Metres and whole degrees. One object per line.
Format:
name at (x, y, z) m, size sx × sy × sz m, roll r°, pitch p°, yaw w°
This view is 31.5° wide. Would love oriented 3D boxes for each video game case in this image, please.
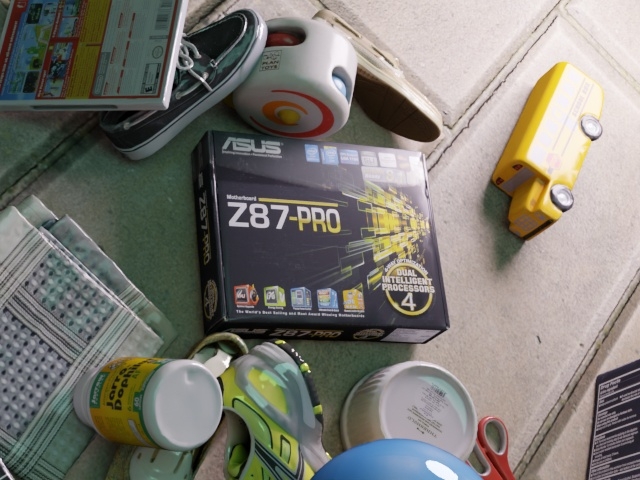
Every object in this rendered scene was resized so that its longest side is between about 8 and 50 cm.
video game case at (-0.350, -0.285, 1.702) m, size 0.285 × 0.025 × 0.204 m, roll 1°, pitch 64°, yaw 12°

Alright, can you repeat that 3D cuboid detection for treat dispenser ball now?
treat dispenser ball at (0.097, 0.396, 1.436) m, size 0.288 × 0.288 × 0.288 m, roll 10°, pitch 66°, yaw -23°

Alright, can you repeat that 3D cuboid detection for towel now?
towel at (-0.385, 0.134, 1.562) m, size 0.312 × 0.056 × 0.324 m, roll 45°, pitch 56°, yaw -14°

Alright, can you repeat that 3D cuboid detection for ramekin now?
ramekin at (0.143, 0.283, 1.749) m, size 0.207 × 0.109 × 0.207 m, roll 8°, pitch 66°, yaw -18°

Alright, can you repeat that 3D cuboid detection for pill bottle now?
pill bottle at (-0.234, 0.212, 1.494) m, size 0.117 × 0.208 × 0.118 m, roll 3°, pitch 85°, yaw -42°

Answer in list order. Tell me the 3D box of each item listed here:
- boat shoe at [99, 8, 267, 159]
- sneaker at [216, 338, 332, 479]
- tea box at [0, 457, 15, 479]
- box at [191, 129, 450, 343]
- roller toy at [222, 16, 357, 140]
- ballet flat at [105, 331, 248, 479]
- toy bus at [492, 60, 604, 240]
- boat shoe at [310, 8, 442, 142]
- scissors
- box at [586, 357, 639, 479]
boat shoe at (-0.213, -0.260, 1.738) m, size 0.306 × 0.105 × 0.113 m, roll -40°, pitch 57°, yaw -4°
sneaker at (-0.058, 0.337, 1.596) m, size 0.147 × 0.145 × 0.385 m, roll -22°, pitch 98°, yaw -25°
tea box at (-0.491, 0.418, 1.320) m, size 0.329 × 0.220 × 0.324 m, roll -32°, pitch 85°, yaw -33°
box at (0.000, 0.000, 1.812) m, size 0.394 × 0.097 × 0.318 m, roll 5°, pitch 65°, yaw -25°
roller toy at (-0.044, -0.254, 1.837) m, size 0.209 × 0.191 × 0.146 m, roll 18°, pitch 63°, yaw -19°
ballet flat at (-0.199, 0.271, 1.590) m, size 0.123 × 0.123 × 0.349 m, roll 35°, pitch 59°, yaw -10°
toy bus at (0.416, -0.165, 2.079) m, size 0.130 × 0.108 × 0.333 m, roll 35°, pitch 59°, yaw -9°
boat shoe at (0.098, -0.289, 1.976) m, size 0.302 × 0.109 × 0.098 m, roll 36°, pitch 59°, yaw -3°
scissors at (0.307, 0.422, 1.840) m, size 0.109 × 0.021 × 0.297 m, roll -20°, pitch 81°, yaw -33°
box at (0.591, 0.343, 1.847) m, size 0.182 × 0.296 × 0.294 m, roll 22°, pitch 62°, yaw -16°
